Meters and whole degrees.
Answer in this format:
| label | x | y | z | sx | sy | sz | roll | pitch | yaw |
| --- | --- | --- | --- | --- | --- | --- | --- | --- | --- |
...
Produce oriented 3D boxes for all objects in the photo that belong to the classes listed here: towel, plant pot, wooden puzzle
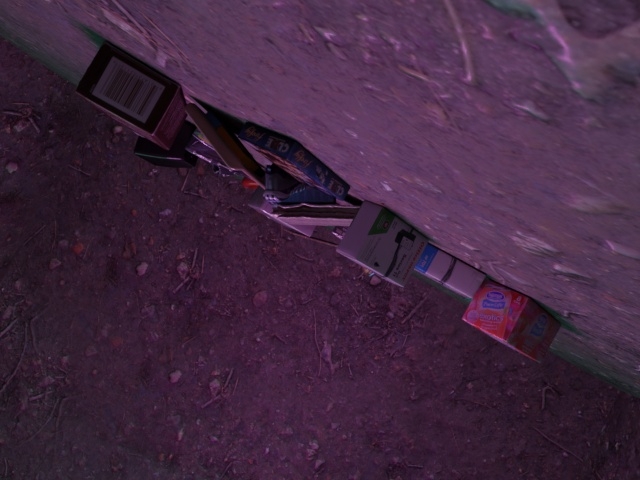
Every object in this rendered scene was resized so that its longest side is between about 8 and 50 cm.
| label | x | y | z | sx | sy | sz | roll | pitch | yaw |
| --- | --- | --- | --- | --- | --- | --- | --- | --- | --- |
| towel | 0.016 | -0.072 | 1.487 | 0.283 | 0.049 | 0.187 | 3 | 177 | 13 |
| plant pot | -0.525 | -0.353 | 1.857 | 0.167 | 0.187 | 0.188 | 17 | 177 | 6 |
| wooden puzzle | -0.218 | -0.236 | 1.319 | 0.221 | 0.044 | 0.239 | 52 | -171 | 15 |

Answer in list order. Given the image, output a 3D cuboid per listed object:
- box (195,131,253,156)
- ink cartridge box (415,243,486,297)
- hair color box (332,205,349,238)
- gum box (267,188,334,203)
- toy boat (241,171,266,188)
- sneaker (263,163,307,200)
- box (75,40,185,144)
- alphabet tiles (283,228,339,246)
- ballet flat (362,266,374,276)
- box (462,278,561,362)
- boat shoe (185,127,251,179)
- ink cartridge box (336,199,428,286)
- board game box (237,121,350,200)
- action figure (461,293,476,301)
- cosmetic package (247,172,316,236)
| label | x | y | z | sx | sy | sz | roll | pitch | yaw |
| --- | --- | --- | --- | --- | --- | --- | --- | --- | --- |
| box | -0.318 | -0.312 | 1.702 | 0.179 | 0.043 | 0.105 | 28 | -179 | -36 |
| ink cartridge box | 0.365 | 0.088 | 1.509 | 0.191 | 0.082 | 0.139 | 31 | 179 | 9 |
| hair color box | 0.168 | -0.002 | 1.755 | 0.185 | 0.110 | 0.339 | 30 | -179 | 13 |
| gum box | -0.050 | -0.120 | 1.508 | 0.185 | 0.041 | 0.157 | 1 | 177 | 4 |
| toy boat | -0.211 | -0.179 | 2.071 | 0.231 | 0.151 | 0.151 | 29 | 178 | 0 |
| sneaker | -0.086 | -0.175 | 1.374 | 0.083 | 0.098 | 0.223 | 4 | -160 | 14 |
| box | -0.455 | -0.346 | 1.320 | 0.191 | 0.143 | 0.381 | 29 | 177 | -13 |
| alphabet tiles | 0.000 | 0.000 | 1.797 | 0.237 | 0.009 | 0.198 | 16 | -179 | -14 |
| ballet flat | 0.230 | 0.055 | 2.069 | 0.124 | 0.116 | 0.342 | 60 | -155 | 7 |
| box | 0.576 | 0.243 | 1.550 | 0.300 | 0.142 | 0.154 | 30 | 178 | -43 |
| boat shoe | -0.337 | -0.276 | 1.832 | 0.301 | 0.102 | 0.108 | 31 | -172 | -41 |
| ink cartridge box | 0.166 | 0.013 | 1.356 | 0.208 | 0.153 | 0.087 | 29 | 178 | -39 |
| board game box | -0.056 | -0.178 | 1.197 | 0.165 | 0.042 | 0.243 | 28 | 178 | 37 |
| action figure | 0.592 | 0.219 | 2.011 | 0.137 | 0.063 | 0.232 | 31 | -177 | 8 |
| cosmetic package | -0.120 | -0.133 | 1.811 | 0.197 | 0.155 | 0.365 | 29 | 179 | -16 |
